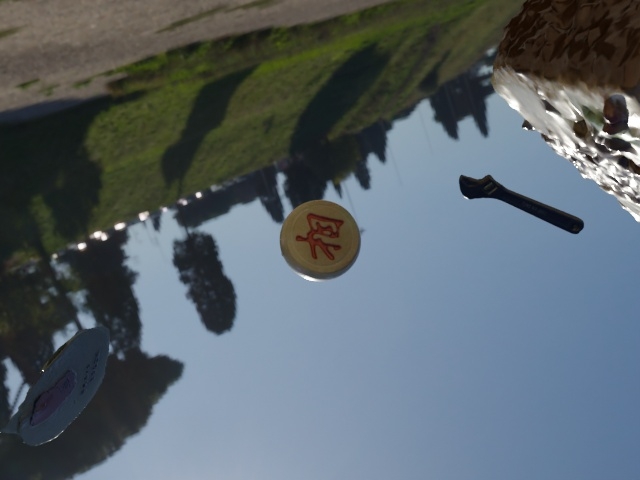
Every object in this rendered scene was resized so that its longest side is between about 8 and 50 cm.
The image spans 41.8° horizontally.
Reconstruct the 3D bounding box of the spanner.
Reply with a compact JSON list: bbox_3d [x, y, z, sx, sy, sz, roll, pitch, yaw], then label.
[{"bbox_3d":[0.304,-0.054,1.271,0.208,0.046,0.012,22,-153,-7],"label":"spanner"}]

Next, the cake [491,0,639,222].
[{"bbox_3d":[0.318,-0.121,0.577,0.282,0.290,0.256,-49,-160,3],"label":"cake"}]

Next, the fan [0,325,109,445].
[{"bbox_3d":[-0.366,0.217,1.057,0.010,0.182,0.310,26,-151,16],"label":"fan"}]

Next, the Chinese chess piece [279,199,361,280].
[{"bbox_3d":[0.000,0.000,1.243,0.122,0.122,0.051,-22,172,-17],"label":"Chinese chess piece"}]
